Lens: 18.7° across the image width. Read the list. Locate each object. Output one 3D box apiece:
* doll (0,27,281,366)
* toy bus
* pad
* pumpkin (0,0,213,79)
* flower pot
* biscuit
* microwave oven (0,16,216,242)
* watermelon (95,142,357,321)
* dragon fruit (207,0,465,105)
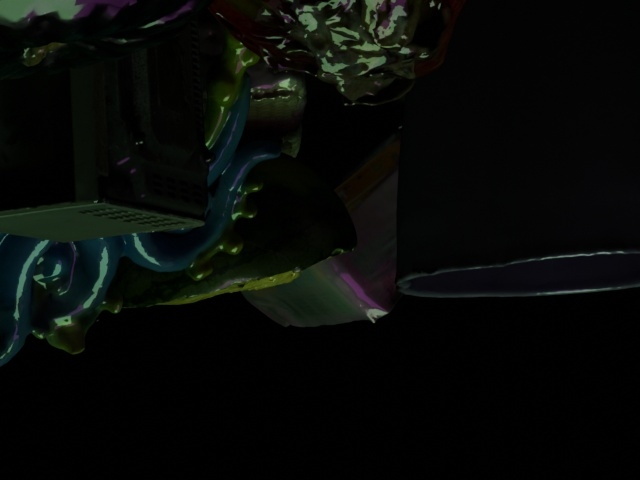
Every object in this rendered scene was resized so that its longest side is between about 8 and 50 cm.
[{"bbox_3d":[-0.191,-0.048,1.393,0.346,0.341,0.099,12,-160,-27],"label":"doll"},{"bbox_3d":[0.000,0.000,2.035,0.171,0.162,0.386,-36,-174,-16],"label":"toy bus"},{"bbox_3d":[0.055,-0.130,1.924,0.190,0.004,0.127,-8,172,24],"label":"pad"},{"bbox_3d":[-0.141,-0.163,0.935,0.220,0.162,0.220,-10,-178,0],"label":"pumpkin"},{"bbox_3d":[0.168,-0.089,1.369,0.265,0.243,0.265,-5,175,0],"label":"flower pot"},{"bbox_3d":[-0.082,-0.113,1.687,0.144,0.078,0.426,-5,173,-2],"label":"biscuit"},{"bbox_3d":[-0.146,-0.110,1.172,0.129,0.205,0.163,-7,173,25],"label":"microwave oven"},{"bbox_3d":[-0.091,-0.014,1.607,0.232,0.127,0.204,-14,-172,-7],"label":"watermelon"},{"bbox_3d":[0.013,-0.156,1.117,0.218,0.148,0.223,4,169,-43],"label":"dragon fruit"}]
